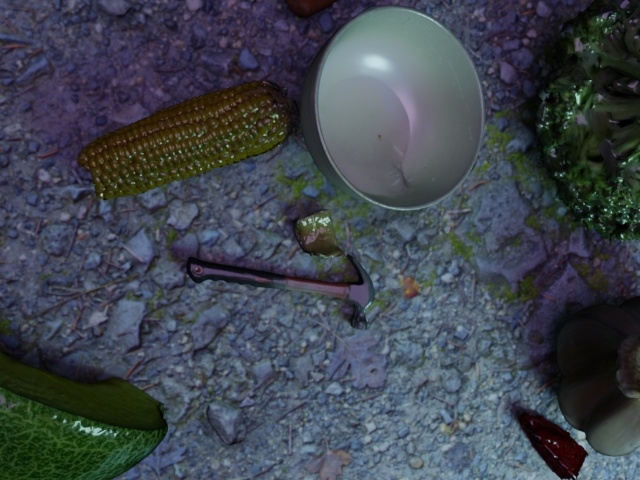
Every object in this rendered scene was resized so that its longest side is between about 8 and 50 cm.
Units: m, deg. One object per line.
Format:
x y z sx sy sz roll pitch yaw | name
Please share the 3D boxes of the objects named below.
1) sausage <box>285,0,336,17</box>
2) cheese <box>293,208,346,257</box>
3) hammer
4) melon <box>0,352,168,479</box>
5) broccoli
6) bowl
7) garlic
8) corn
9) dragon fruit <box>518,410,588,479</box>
0.090 -0.421 1.021 0.327 0.079 0.087 -26 87 -9 | sausage
0.000 0.001 1.048 0.060 0.041 0.084 -19 68 -18 | cheese
-0.058 0.063 1.049 0.288 0.033 0.111 8 93 -10 | hammer
-0.384 0.239 0.923 0.344 0.226 0.331 25 128 -10 | melon
0.487 -0.187 1.018 0.249 0.302 0.375 -9 91 -48 | broccoli
0.085 -0.178 0.987 0.277 0.145 0.277 0 90 -25 | bowl
0.476 0.205 1.066 0.210 0.292 0.237 -3 69 -1 | garlic
-0.181 -0.144 0.976 0.318 0.115 0.115 -21 97 -8 | corn
0.381 0.323 1.132 0.063 0.097 0.131 -40 80 -9 | dragon fruit
